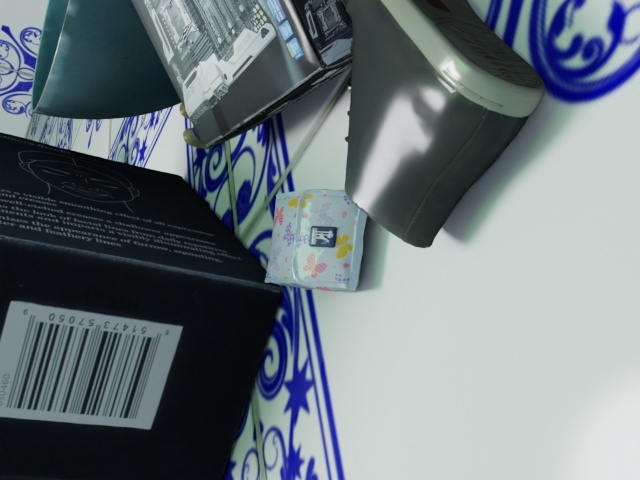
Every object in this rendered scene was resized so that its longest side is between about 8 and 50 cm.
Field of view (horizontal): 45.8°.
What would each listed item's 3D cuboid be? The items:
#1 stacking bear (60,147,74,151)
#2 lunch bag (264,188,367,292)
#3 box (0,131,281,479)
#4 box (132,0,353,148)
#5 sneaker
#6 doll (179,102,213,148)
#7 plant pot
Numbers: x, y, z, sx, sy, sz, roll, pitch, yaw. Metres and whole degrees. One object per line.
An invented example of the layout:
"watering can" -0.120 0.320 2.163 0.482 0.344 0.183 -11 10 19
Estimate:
"stacking bear" -0.469 -0.077 1.222 0.175 0.289 0.164 -32 51 55
"lunch bag" 0.000 0.000 0.541 0.083 0.053 0.071 1 82 54
"box" -0.260 0.045 0.759 0.395 0.294 0.212 42 116 60
"box" -0.093 -0.252 0.622 0.242 0.076 0.307 -14 103 60
"sneaker" 0.039 -0.104 0.472 0.118 0.083 0.222 -60 33 32
"doll" -0.099 -0.179 0.810 0.189 0.046 0.129 -39 56 50
"plant pot" -0.213 -0.269 0.906 0.290 0.195 0.290 -36 48 53
